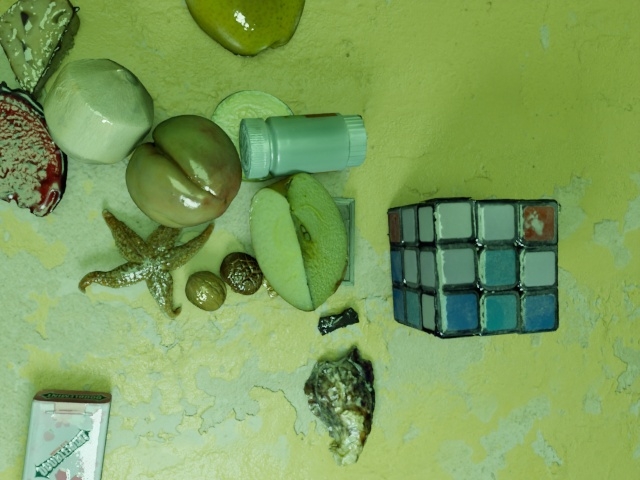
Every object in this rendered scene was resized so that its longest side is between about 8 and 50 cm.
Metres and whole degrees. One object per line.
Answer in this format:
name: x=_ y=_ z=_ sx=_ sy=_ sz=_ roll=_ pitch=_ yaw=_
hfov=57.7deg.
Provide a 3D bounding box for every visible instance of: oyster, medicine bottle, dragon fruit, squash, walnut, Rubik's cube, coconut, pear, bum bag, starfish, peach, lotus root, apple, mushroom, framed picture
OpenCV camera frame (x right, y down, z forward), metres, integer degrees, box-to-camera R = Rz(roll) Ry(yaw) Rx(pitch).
oyster: x=0.069 y=0.460 z=1.643 sx=0.271 sy=0.100 sz=0.275 roll=44 pitch=86 yaw=5
medicine bottle: x=-0.045 y=-0.253 z=1.532 sx=0.317 sy=0.158 sz=0.158 roll=-7 pitch=92 yaw=-16
dragon fruit: x=-0.770 y=-0.235 z=1.436 sx=0.343 sy=0.100 sz=0.282 roll=28 pitch=85 yaw=-14
squash: x=-0.180 y=-0.288 z=1.602 sx=0.251 sy=0.049 sz=0.252 roll=0 pitch=89 yaw=-14
walnut: x=-0.304 y=0.137 z=1.548 sx=0.105 sy=0.105 sz=0.124 roll=-39 pitch=118 yaw=-10
Rubik's cube: x=0.404 y=0.065 z=1.582 sx=0.358 sy=0.363 sz=0.363 roll=-5 pitch=91 yaw=-11
coconut: x=-0.524 y=-0.321 z=1.408 sx=0.247 sy=0.245 sz=0.245 roll=-37 pitch=100 yaw=25
pear: x=-0.193 y=-0.699 z=1.516 sx=0.340 sy=0.191 sz=0.387 roll=-25 pitch=97 yaw=-12
bum bag: x=0.050 y=0.231 z=1.665 sx=0.124 sy=0.034 sz=0.058 roll=-18 pitch=104 yaw=-12
starfish: x=-0.444 y=0.056 z=1.521 sx=0.374 sy=0.094 sz=0.327 roll=-15 pitch=92 yaw=-17
peach: x=-0.332 y=-0.165 z=1.444 sx=0.292 sy=0.247 sz=0.293 roll=-2 pitch=68 yaw=5
lotus root: x=-0.717 y=-0.506 z=1.459 sx=0.170 sy=0.074 sz=0.261 roll=34 pitch=85 yaw=-10
apple: x=-0.053 y=0.004 z=1.522 sx=0.253 sy=0.179 sz=0.346 roll=-16 pitch=92 yaw=1
mushroom: x=-0.213 y=0.090 z=1.576 sx=0.126 sy=0.085 sz=0.109 roll=33 pitch=84 yaw=-10
framed picture: x=0.000 y=0.000 z=1.628 sx=0.196 sy=0.014 sz=0.253 roll=2 pitch=81 yaw=-9

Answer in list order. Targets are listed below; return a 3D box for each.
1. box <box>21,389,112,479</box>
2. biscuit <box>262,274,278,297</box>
box: x=-0.649 y=0.577 z=1.476 sx=0.190 sy=0.112 sz=0.370 roll=8 pitch=91 yaw=-13
biscuit: x=-0.051 y=0.077 z=1.640 sx=0.248 sy=0.035 sz=0.184 roll=-10 pitch=93 yaw=-12
